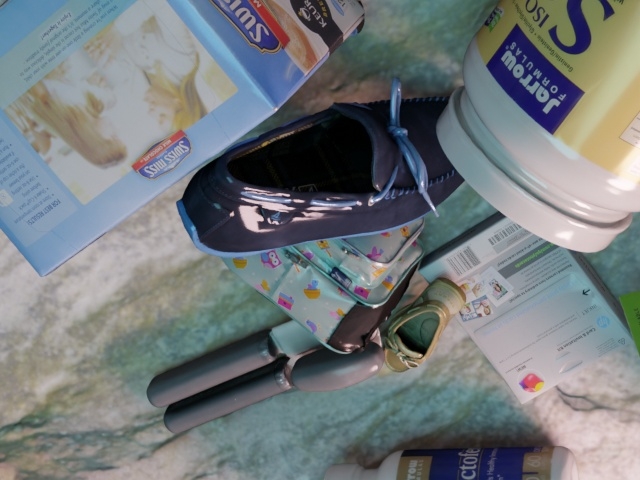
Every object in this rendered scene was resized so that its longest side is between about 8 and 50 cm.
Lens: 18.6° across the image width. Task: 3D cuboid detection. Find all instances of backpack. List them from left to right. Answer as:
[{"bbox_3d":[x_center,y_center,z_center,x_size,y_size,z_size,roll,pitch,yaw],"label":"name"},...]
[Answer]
[{"bbox_3d":[0.000,0.000,1.957,0.188,0.166,0.144,30,125,9],"label":"backpack"}]

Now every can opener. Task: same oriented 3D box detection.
[{"bbox_3d":[-0.062,0.138,2.082,0.280,0.093,0.074,-21,110,24],"label":"can opener"}]

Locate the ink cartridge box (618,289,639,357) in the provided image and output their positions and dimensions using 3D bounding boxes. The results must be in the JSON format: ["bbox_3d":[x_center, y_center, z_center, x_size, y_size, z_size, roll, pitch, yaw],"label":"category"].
[{"bbox_3d":[0.433,0.082,1.867,0.255,0.097,0.189,-18,67,4],"label":"ink cartridge box"}]

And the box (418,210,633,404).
[{"bbox_3d":[0.214,0.060,2.014,0.145,0.038,0.186,-33,103,24],"label":"box"}]

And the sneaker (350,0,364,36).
[{"bbox_3d":[-0.033,-0.228,1.928,0.162,0.063,0.073,16,126,14],"label":"sneaker"}]

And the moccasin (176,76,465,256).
[{"bbox_3d":[0.033,-0.066,1.838,0.138,0.342,0.117,56,146,15],"label":"moccasin"}]

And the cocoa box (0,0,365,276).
[{"bbox_3d":[-0.180,-0.170,1.841,0.347,0.228,0.231,-33,101,35],"label":"cocoa box"}]

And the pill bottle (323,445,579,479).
[{"bbox_3d":[0.140,0.297,2.073,0.264,0.153,0.153,-3,114,12],"label":"pill bottle"}]

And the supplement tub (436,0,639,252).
[{"bbox_3d":[0.279,-0.178,1.779,0.241,0.241,0.331,33,116,-5],"label":"supplement tub"}]

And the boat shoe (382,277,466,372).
[{"bbox_3d":[0.099,0.096,2.025,0.056,0.048,0.153,40,139,0],"label":"boat shoe"}]
